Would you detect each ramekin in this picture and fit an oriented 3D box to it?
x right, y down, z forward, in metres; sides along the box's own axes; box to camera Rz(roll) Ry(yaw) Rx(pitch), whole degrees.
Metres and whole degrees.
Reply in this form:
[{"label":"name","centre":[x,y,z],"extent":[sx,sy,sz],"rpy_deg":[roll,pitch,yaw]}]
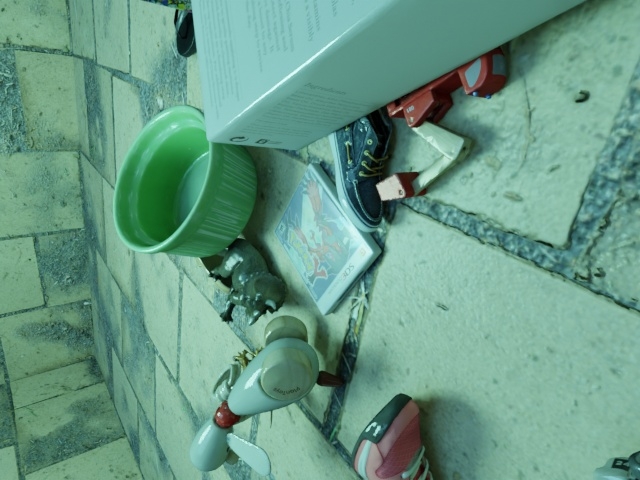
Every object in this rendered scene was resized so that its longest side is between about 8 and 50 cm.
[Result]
[{"label":"ramekin","centre":[-0.276,-0.108,0.843],"extent":[0.303,0.148,0.303],"rpy_deg":[-10,72,31]}]

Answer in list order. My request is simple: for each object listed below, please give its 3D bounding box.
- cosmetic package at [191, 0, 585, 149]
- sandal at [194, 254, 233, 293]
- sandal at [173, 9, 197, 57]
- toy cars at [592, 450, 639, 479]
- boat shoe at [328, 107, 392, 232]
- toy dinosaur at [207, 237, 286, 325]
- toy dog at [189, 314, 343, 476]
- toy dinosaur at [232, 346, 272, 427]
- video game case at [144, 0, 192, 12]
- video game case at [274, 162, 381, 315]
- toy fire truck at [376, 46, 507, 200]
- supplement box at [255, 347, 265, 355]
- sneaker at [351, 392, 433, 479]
[{"label":"cosmetic package","centre":[0.029,-0.275,0.429],"extent":[0.453,0.161,0.230],"rpy_deg":[-10,86,51]},{"label":"sandal","centre":[-0.285,0.050,1.013],"extent":[0.240,0.088,0.079],"rpy_deg":[53,128,23]},{"label":"sandal","centre":[-0.302,-0.551,0.930],"extent":[0.097,0.054,0.254],"rpy_deg":[58,136,25]},{"label":"toy cars","centre":[0.295,0.295,0.358],"extent":[0.176,0.087,0.393],"rpy_deg":[43,126,31]},{"label":"boat shoe","centre":[0.065,-0.107,0.564],"extent":[0.083,0.065,0.183],"rpy_deg":[-25,78,52]},{"label":"toy dinosaur","centre":[-0.162,0.074,0.871],"extent":[0.160,0.121,0.313],"rpy_deg":[-51,47,24]},{"label":"toy dog","centre":[-0.087,0.295,0.733],"extent":[0.161,0.220,0.333],"rpy_deg":[33,125,-13]},{"label":"toy dinosaur","centre":[-0.145,0.308,0.932],"extent":[0.211,0.064,0.112],"rpy_deg":[33,141,53]},{"label":"video game case","centre":[-0.182,-0.480,0.657],"extent":[0.042,0.232,0.210],"rpy_deg":[58,137,28]},{"label":"video game case","centre":[0.000,0.000,0.702],"extent":[0.201,0.023,0.183],"rpy_deg":[57,136,26]},{"label":"toy fire truck","centre":[0.137,-0.136,0.484],"extent":[0.192,0.047,0.135],"rpy_deg":[-23,80,50]},{"label":"supplement box","centre":[-0.098,0.265,0.863],"extent":[0.083,0.043,0.055],"rpy_deg":[2,99,50]},{"label":"sneaker","centre":[0.127,0.356,0.576],"extent":[0.136,0.116,0.313],"rpy_deg":[20,120,36]}]
